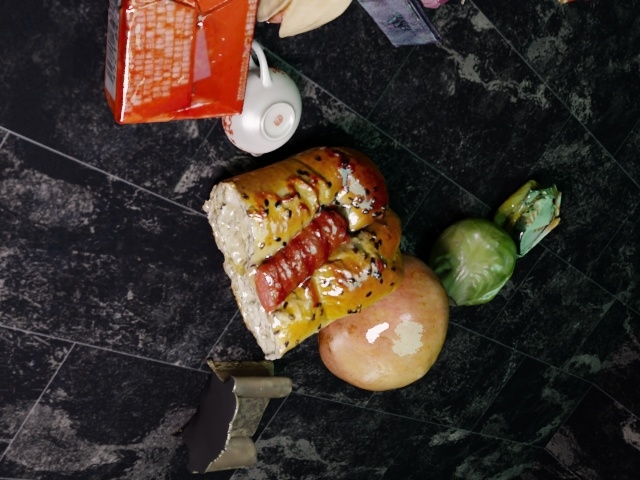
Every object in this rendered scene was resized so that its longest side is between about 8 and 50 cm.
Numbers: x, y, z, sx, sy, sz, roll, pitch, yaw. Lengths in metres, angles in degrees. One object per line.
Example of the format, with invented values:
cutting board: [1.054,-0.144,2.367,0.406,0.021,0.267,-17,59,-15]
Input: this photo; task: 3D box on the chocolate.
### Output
chocolate: [-0.229,-0.317,1.300,0.235,0.108,0.237,-12,126,-35]

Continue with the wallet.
wallet: [0.154,-0.432,1.559,0.166,0.111,0.030,39,64,-49]

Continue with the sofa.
sofa: [-0.185,0.407,1.836,0.200,0.182,0.258,9,113,-46]

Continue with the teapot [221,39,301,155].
teapot: [-0.106,-0.248,1.477,0.159,0.116,0.245,-14,123,-21]

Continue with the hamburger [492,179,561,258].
hamburger: [0.557,-0.076,2.180,0.214,0.125,0.235,-54,144,-4]

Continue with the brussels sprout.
brussels sprout: [0.385,0.058,2.072,0.244,0.244,0.244,-23,133,-27]

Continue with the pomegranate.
pomegranate: [0.121,0.180,1.844,0.338,0.338,0.338,-23,133,-27]

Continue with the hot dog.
hot dog: [0.000,0.000,1.620,0.365,0.196,0.367,-25,106,-29]

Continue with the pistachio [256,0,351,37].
pistachio: [-0.027,-0.417,1.327,0.157,0.157,0.229,-18,174,-32]

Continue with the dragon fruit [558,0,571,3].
dragon fruit: [0.562,-0.633,1.702,0.210,0.205,0.268,50,46,-34]

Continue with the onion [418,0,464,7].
onion: [0.202,-0.545,1.468,0.207,0.200,0.200,31,98,-21]
